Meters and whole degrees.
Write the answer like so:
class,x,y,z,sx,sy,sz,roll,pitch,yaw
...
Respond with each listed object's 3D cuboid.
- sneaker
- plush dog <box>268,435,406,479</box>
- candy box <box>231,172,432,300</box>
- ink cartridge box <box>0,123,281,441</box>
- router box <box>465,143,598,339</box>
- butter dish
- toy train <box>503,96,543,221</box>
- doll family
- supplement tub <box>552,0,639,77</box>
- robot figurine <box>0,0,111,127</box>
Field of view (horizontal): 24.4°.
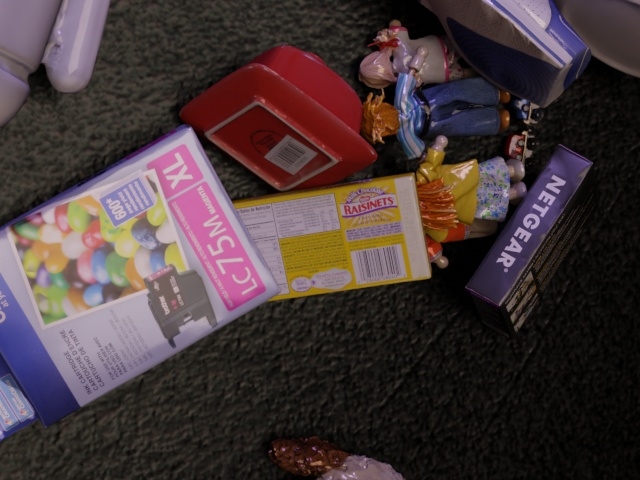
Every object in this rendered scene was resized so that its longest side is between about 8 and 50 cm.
class,x,y,z,sx,sy,sz,roll,pitch,yaw
sneaker,0.165,-0.299,1.468,0.315,0.127,0.182,42,73,7
plush dog,0.019,0.313,1.463,0.262,0.210,0.225,47,52,-17
candy box,0.000,0.000,1.454,0.206,0.027,0.105,-8,101,11
ink cartridge box,-0.215,0.045,1.398,0.311,0.065,0.185,-29,100,-5
router box,0.223,0.004,1.530,0.046,0.133,0.179,31,80,21
butter dish,-0.028,-0.134,1.443,0.160,0.160,0.118,37,57,-20
toy train,0.212,-0.097,1.577,0.036,0.027,0.158,9,90,-8
doll family,0.117,-0.099,1.493,0.163,0.118,0.263,-10,94,-21
supplement tub,0.373,-0.318,1.523,0.191,0.191,0.272,34,74,-17
robot figurine,-0.323,-0.235,1.293,0.300,0.200,0.353,21,86,-22
